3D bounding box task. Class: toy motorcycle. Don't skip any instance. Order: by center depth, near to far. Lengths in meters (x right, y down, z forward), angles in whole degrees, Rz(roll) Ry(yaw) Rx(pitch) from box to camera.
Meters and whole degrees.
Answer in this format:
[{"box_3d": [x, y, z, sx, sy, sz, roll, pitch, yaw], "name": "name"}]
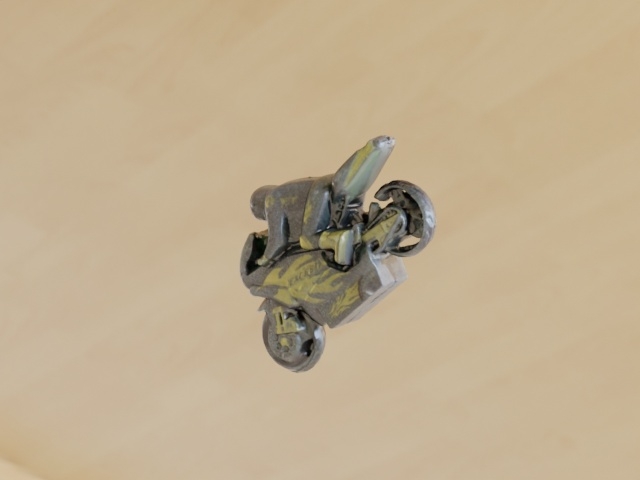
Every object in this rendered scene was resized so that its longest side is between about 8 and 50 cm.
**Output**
[{"box_3d": [0.000, 0.000, 1.329, 0.124, 0.061, 0.193, 53, 127, 16], "name": "toy motorcycle"}]
